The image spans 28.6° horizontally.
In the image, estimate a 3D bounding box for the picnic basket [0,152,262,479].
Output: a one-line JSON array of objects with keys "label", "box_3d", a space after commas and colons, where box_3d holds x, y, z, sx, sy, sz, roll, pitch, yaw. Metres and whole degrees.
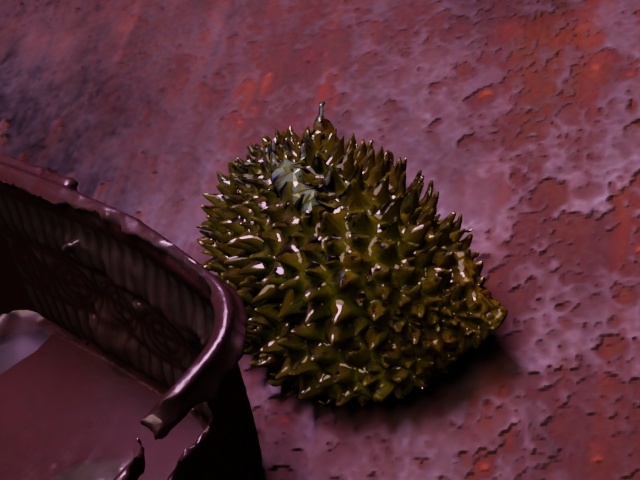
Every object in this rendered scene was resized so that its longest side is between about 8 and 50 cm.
[{"label": "picnic basket", "box_3d": [-0.164, 0.086, 0.656, 0.297, 0.129, 0.222, 24, 65, 38]}]

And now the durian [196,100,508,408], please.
[{"label": "durian", "box_3d": [-0.007, -0.004, 0.681, 0.137, 0.095, 0.221, -34, 40, -5]}]
